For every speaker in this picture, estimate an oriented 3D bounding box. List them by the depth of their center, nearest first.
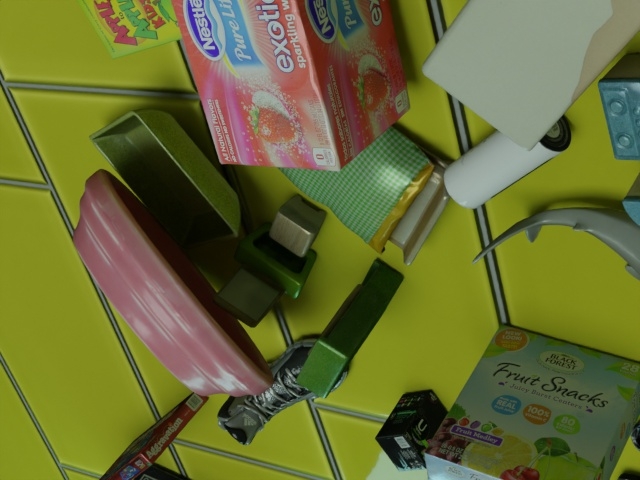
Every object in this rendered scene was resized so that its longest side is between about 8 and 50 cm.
[{"bbox_3d":[0.181,-0.082,1.182,0.055,0.055,0.136,45,140,-7],"label":"speaker"}]

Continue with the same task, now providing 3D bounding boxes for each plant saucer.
[{"bbox_3d":[-0.187,0.066,1.444,0.332,0.084,0.332,52,179,1],"label":"plant saucer"},{"bbox_3d":[-0.178,-0.080,1.444,0.188,0.045,0.188,51,156,-13],"label":"plant saucer"}]

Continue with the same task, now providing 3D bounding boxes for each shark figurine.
[{"bbox_3d":[0.300,0.030,1.154,0.278,0.116,0.166,29,139,9],"label":"shark figurine"}]

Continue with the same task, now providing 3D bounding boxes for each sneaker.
[{"bbox_3d":[-0.061,0.215,1.593,0.086,0.132,0.229,47,141,-10],"label":"sneaker"}]

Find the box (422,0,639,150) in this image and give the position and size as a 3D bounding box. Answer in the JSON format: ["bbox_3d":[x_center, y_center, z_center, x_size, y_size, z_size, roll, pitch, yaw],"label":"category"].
[{"bbox_3d":[0.220,-0.227,0.944,0.121,0.148,0.311,38,142,1],"label":"box"}]

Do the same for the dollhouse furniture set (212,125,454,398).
[{"bbox_3d":[0.000,0.000,1.325,0.198,0.151,0.301,34,140,7],"label":"dollhouse furniture set"}]

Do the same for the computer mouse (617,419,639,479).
[{"bbox_3d":[0.376,0.279,1.386,0.071,0.041,0.242,22,137,22],"label":"computer mouse"}]

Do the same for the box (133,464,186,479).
[{"bbox_3d":[-0.233,0.566,1.934,0.296,0.294,0.182,19,139,23],"label":"box"}]

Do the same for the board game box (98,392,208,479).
[{"bbox_3d":[-0.278,0.330,1.863,0.027,0.145,0.281,45,140,-3],"label":"board game box"}]

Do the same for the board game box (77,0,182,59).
[{"bbox_3d":[-0.180,-0.262,1.302,0.181,0.043,0.092,-7,123,42],"label":"board game box"}]

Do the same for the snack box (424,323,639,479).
[{"bbox_3d":[0.234,0.200,1.288,0.175,0.207,0.070,14,135,26],"label":"snack box"}]

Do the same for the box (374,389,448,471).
[{"bbox_3d":[0.120,0.240,1.513,0.052,0.083,0.062,-17,115,44],"label":"box"}]

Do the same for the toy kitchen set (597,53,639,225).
[{"bbox_3d":[0.347,-0.066,1.014,0.207,0.122,0.166,4,129,35],"label":"toy kitchen set"}]

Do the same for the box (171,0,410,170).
[{"bbox_3d":[-0.040,-0.229,1.122,0.154,0.142,0.300,6,124,35],"label":"box"}]
